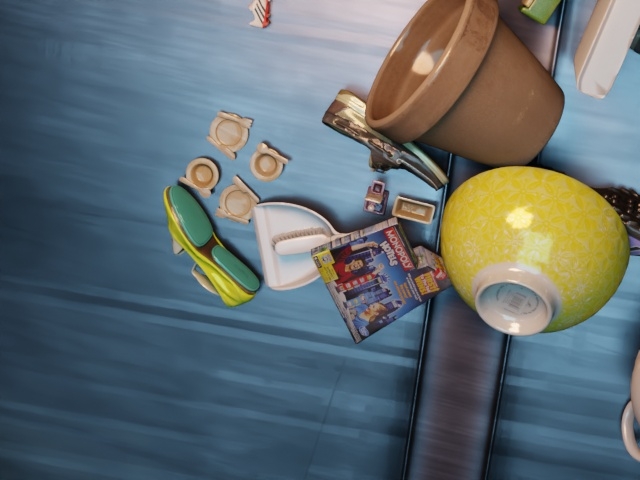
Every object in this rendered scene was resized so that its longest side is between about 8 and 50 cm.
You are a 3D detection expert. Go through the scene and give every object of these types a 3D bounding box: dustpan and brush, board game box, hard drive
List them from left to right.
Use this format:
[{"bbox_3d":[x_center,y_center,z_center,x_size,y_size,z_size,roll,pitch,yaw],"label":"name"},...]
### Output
[{"bbox_3d":[0.000,0.000,2.009,0.211,0.060,0.147,-10,101,5],"label":"dustpan and brush"},{"bbox_3d":[0.107,0.048,1.976,0.194,0.060,0.194,-21,124,7],"label":"board game box"},{"bbox_3d":[0.410,-0.326,1.708,0.047,0.353,0.233,22,106,4],"label":"hard drive"}]

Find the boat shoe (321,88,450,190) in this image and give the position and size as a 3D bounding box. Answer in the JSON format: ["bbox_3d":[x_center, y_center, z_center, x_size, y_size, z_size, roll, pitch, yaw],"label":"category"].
[{"bbox_3d":[0.099,-0.143,1.944,0.223,0.080,0.073,40,92,5],"label":"boat shoe"}]

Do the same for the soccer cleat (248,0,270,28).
[{"bbox_3d":[-0.095,-0.375,1.956,0.035,0.029,0.083,5,109,5],"label":"soccer cleat"}]

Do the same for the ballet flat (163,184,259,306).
[{"bbox_3d":[-0.197,0.018,2.047,0.077,0.077,0.231,-36,97,32],"label":"ballet flat"}]

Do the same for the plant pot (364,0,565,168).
[{"bbox_3d":[0.231,-0.222,1.840,0.229,0.263,0.263,30,107,-16],"label":"plant pot"}]

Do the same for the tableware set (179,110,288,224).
[{"bbox_3d":[-0.142,-0.117,2.029,0.141,0.020,0.169,34,106,1],"label":"tableware set"}]

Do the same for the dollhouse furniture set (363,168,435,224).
[{"bbox_3d":[0.125,-0.068,1.961,0.114,0.081,0.091,15,105,6],"label":"dollhouse furniture set"}]

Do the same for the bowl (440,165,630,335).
[{"bbox_3d":[0.302,0.048,1.855,0.289,0.156,0.289,14,137,13],"label":"bowl"}]

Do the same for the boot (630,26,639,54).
[{"bbox_3d":[0.506,-0.282,1.869,0.087,0.042,0.119,17,104,12],"label":"boot"}]

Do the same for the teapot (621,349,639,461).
[{"bbox_3d":[0.570,0.208,1.902,0.256,0.187,0.253,-27,125,-2],"label":"teapot"}]

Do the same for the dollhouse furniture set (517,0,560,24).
[{"bbox_3d":[0.278,-0.414,1.737,0.197,0.301,0.151,34,104,-2],"label":"dollhouse furniture set"}]

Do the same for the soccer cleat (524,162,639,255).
[{"bbox_3d":[0.412,-0.024,1.921,0.318,0.109,0.116,19,125,4],"label":"soccer cleat"}]
